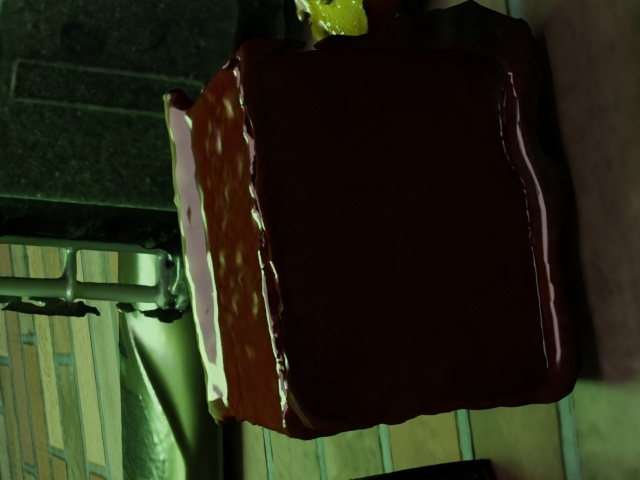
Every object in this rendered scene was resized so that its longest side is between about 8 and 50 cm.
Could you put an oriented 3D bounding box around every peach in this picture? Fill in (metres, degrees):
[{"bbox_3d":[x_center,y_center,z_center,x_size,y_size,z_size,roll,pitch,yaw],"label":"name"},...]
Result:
[{"bbox_3d":[0.019,-0.156,0.702,0.098,0.061,0.098,54,163,25],"label":"peach"}]

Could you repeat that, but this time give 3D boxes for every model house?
[{"bbox_3d":[0.000,0.000,0.668,0.254,0.160,0.196,165,97,-65],"label":"model house"}]

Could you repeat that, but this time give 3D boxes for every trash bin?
[{"bbox_3d":[-0.200,-0.133,0.946,0.368,0.256,0.296,-137,53,-62],"label":"trash bin"}]

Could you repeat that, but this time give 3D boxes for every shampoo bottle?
[{"bbox_3d":[-0.129,0.151,1.052,0.125,0.084,0.350,18,112,57],"label":"shampoo bottle"}]

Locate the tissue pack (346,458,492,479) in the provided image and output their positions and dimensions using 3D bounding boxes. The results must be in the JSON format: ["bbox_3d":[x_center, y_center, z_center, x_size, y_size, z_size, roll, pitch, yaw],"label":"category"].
[{"bbox_3d":[-0.082,0.257,0.655,0.210,0.370,0.198,-45,55,58],"label":"tissue pack"}]
